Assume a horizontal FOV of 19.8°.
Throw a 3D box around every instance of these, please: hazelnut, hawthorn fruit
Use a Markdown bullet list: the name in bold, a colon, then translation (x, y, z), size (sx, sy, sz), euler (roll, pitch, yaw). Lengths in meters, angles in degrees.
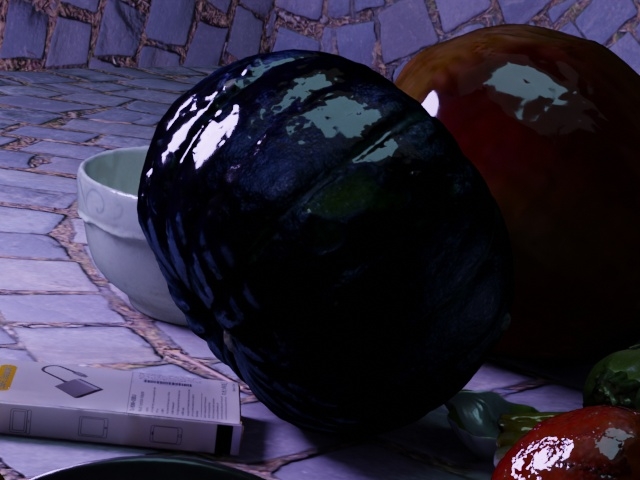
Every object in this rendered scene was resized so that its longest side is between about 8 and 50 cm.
- **hazelnut**: translation (0.227, -0.036, 1.935), size (0.352, 0.421, 0.421), euler (-38, 29, -15)
- **hawthorn fruit**: translation (0.194, 0.192, 1.348), size (0.172, 0.148, 0.148), euler (-8, 1, 36)

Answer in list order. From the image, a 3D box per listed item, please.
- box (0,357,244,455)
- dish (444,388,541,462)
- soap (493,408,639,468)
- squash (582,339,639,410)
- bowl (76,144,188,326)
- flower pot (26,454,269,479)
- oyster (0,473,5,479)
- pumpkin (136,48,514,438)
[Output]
- **box**: translation (-0.191, 0.142, 1.590), size (0.247, 0.033, 0.129), euler (6, 13, -4)
- **dish**: translation (0.152, 0.171, 1.641), size (0.091, 0.039, 0.137), euler (-2, 14, -19)
- **soap**: translation (0.259, 0.182, 1.481), size (0.232, 0.073, 0.140), euler (-2, 12, 7)
- **squash**: translation (0.294, 0.145, 1.704), size (0.094, 0.094, 0.341), euler (11, 6, 19)
- **bowl**: translation (-0.118, -0.002, 1.996), size (0.307, 0.163, 0.307), euler (7, 13, -2)
- **flower pot**: translation (-0.082, 0.234, 0.863), size (0.235, 0.235, 0.148), euler (5, 31, -10)
- **oyster**: translation (-0.380, 0.141, 1.262), size (0.337, 0.133, 0.198), euler (13, 5, 5)
- **pumpkin**: translation (0.000, 0.000, 1.615), size (0.266, 0.363, 0.363), euler (-40, 27, -11)
